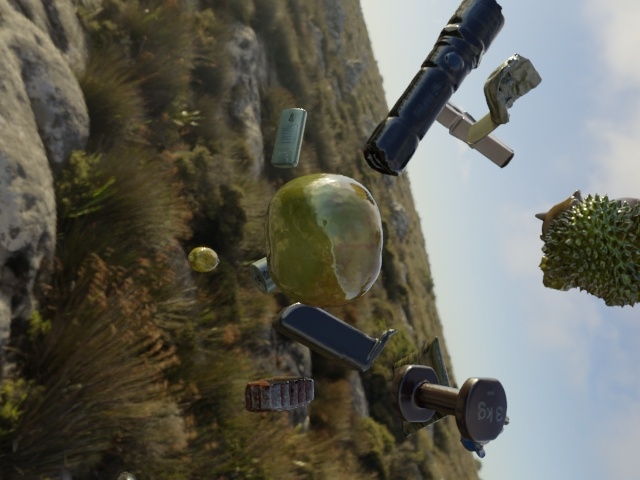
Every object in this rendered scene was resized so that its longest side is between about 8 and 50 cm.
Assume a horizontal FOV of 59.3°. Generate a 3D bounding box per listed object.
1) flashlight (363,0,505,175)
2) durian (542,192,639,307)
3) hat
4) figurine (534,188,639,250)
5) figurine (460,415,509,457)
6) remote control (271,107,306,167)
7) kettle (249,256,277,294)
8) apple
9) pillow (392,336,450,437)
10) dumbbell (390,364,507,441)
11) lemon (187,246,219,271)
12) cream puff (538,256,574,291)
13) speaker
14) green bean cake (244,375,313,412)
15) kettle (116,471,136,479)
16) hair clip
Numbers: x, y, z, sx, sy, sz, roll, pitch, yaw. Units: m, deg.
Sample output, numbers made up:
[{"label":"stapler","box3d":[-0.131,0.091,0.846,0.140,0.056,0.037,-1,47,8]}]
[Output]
[{"label":"flashlight","box3d":[0.216,-0.299,1.071,0.424,0.103,0.103,-55,150,-17]},{"label":"durian","box3d":[0.573,0.017,1.115,0.237,0.200,0.176,40,-30,15]},{"label":"hat","box3d":[0.458,-0.379,1.500,0.149,0.244,0.214,51,59,-15]},{"label":"figurine","box3d":[0.647,-0.034,1.344,0.173,0.247,0.177,8,91,-43]},{"label":"figurine","box3d":[0.461,0.539,1.582,0.087,0.149,0.086,40,18,7]},{"label":"remote control","box3d":[-0.114,-0.372,2.042,0.038,0.098,0.233,53,43,-66]},{"label":"kettle","box3d":[-0.122,0.073,1.644,0.098,0.148,0.127,42,-31,35]},{"label":"apple","box3d":[0.000,0.000,1.004,0.261,0.194,0.261,180,-90,-79]},{"label":"pillow","box3d":[0.268,0.388,1.489,0.212,0.052,0.208,-49,-144,44]},{"label":"dumbbell","box3d":[0.267,0.338,1.190,0.140,0.225,0.124,12,81,-35]},{"label":"lemon","box3d":[-0.382,0.062,1.816,0.110,0.082,0.082,10,62,-44]},{"label":"cream puff","box3d":[0.843,0.113,1.957,0.156,0.121,0.156,21,52,-29]},{"label":"speaker","box3d":[0.046,0.303,1.921,0.184,0.388,0.180,-63,-173,-16]},{"label":"green bean cake","box3d":[-0.149,0.500,1.831,0.232,0.198,0.097,9,75,-55]},{"label":"kettle","box3d":[-0.482,0.767,1.498,0.290,0.207,0.268,51,-36,45]},{"label":"hair clip","box3d":[0.505,-0.367,1.905,0.331,0.085,0.101,35,35,1]}]
